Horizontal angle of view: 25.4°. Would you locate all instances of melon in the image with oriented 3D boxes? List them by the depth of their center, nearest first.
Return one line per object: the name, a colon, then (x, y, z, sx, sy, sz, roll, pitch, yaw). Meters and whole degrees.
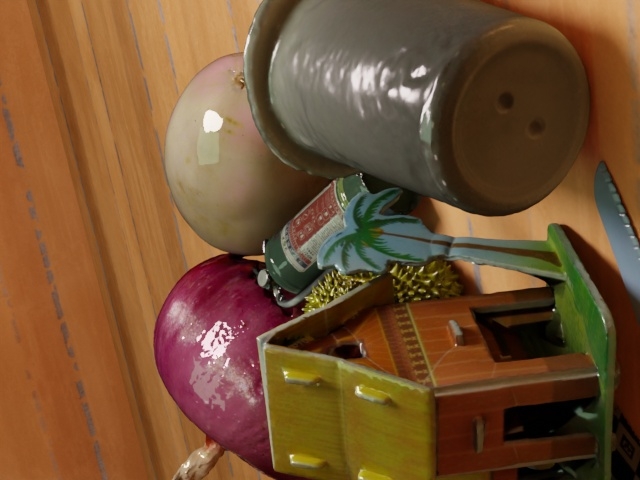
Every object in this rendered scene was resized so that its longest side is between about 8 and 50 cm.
melon: (-0.093, -0.109, 1.861, 0.223, 0.223, 0.317, 59, 165, 29)

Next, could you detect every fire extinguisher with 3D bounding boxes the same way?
fire extinguisher: (0.000, 0.000, 1.733, 0.294, 0.093, 0.118, -41, 52, 42)

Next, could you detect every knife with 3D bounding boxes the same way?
knife: (0.301, 0.077, 1.287, 0.044, 0.019, 0.313, -24, 85, 63)

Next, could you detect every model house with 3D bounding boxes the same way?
model house: (0.098, 0.138, 1.425, 0.340, 0.323, 0.300, -107, 12, -59)

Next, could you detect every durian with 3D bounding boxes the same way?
durian: (0.069, 0.077, 1.645, 0.159, 0.198, 0.146, 115, 137, -71)

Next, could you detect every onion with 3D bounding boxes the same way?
onion: (-0.091, 0.186, 1.958, 0.358, 0.345, 0.358, -24, -90, -82)

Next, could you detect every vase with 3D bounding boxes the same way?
vase: (0.097, -0.136, 1.343, 0.291, 0.245, 0.245, 31, 138, 52)

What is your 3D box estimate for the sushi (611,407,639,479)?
sushi: (0.309, 0.301, 1.442, 0.193, 0.040, 0.210, 60, 158, 28)
